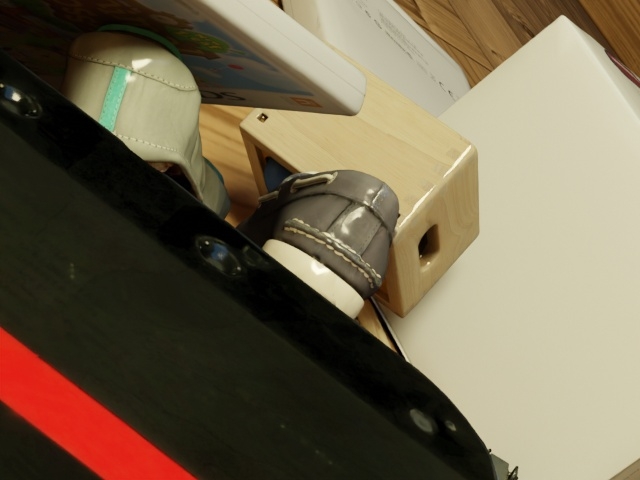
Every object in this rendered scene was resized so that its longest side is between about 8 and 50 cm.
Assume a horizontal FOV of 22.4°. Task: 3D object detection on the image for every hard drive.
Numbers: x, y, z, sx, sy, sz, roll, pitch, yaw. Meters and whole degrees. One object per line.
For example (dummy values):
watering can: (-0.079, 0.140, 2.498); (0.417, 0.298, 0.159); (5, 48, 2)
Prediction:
hard drive: (0.063, -0.107, 1.296); (0.233, 0.047, 0.353); (41, 20, -28)

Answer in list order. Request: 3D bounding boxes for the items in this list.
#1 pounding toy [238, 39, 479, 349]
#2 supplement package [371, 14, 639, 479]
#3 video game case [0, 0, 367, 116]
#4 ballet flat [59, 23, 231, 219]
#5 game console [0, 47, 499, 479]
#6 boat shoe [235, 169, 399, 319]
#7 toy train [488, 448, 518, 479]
pounding toy: (0.024, -0.010, 0.914); (0.130, 0.100, 0.141); (37, -16, 21)
supplement package: (0.164, 0.035, 1.004); (0.145, 0.204, 0.262); (23, 33, -54)
video game case: (-0.111, -0.101, 0.686); (0.212, 0.193, 0.023); (29, 71, -58)
ballet flat: (-0.084, -0.025, 0.728); (0.213, 0.072, 0.068); (87, 15, -71)
game console: (-0.120, 0.039, 0.477); (0.386, 0.060, 0.342); (37, 24, 0)
boat shoe: (0.000, 0.000, 0.807); (0.075, 0.065, 0.206); (34, -5, -7)
toy train: (0.081, 0.152, 0.853); (0.027, 0.036, 0.158); (32, 20, 3)
